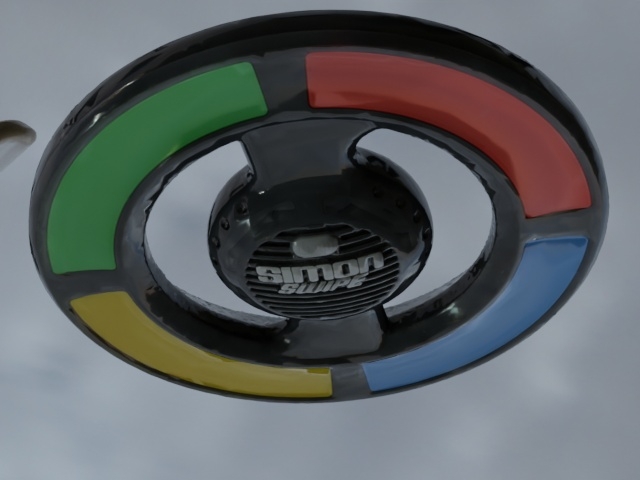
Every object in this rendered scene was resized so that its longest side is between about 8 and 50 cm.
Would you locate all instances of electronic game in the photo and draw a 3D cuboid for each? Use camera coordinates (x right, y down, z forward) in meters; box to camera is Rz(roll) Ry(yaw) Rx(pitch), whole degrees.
[{"bbox_3d":[0.000,0.000,0.473,0.229,0.229,0.048,13,-132,-19],"label":"electronic game"}]

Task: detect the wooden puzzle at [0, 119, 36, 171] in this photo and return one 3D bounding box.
[{"bbox_3d":[-0.382,0.045,0.935,0.080,0.322,0.348,39,-107,-15],"label":"wooden puzzle"}]
